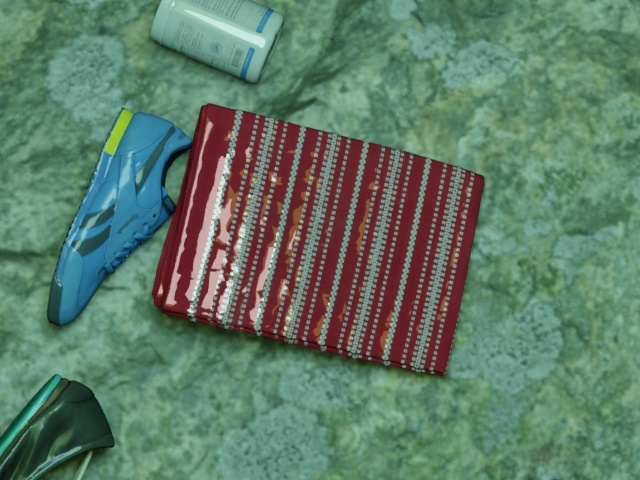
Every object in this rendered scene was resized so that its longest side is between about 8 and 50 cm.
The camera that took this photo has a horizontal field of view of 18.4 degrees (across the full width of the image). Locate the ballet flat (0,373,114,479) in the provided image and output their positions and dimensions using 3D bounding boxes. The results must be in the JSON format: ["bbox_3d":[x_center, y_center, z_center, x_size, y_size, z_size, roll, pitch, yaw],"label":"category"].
[{"bbox_3d":[-0.289,0.240,1.710,0.280,0.095,0.096,-44,98,-8],"label":"ballet flat"}]

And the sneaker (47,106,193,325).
[{"bbox_3d":[-0.179,-0.014,1.763,0.082,0.069,0.209,23,81,-3],"label":"sneaker"}]

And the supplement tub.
[{"bbox_3d":[-0.093,-0.193,1.793,0.107,0.071,0.071,24,81,1],"label":"supplement tub"}]

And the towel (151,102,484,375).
[{"bbox_3d":[0.000,0.000,1.773,0.275,0.031,0.199,14,79,-10],"label":"towel"}]
